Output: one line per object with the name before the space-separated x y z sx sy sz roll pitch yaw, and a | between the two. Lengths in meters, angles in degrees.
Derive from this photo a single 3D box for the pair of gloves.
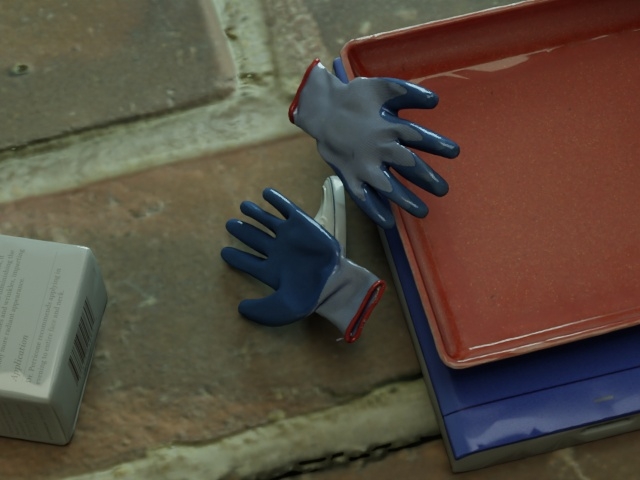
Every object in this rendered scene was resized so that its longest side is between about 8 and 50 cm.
pair of gloves | 0.008 -0.023 1.094 0.159 0.023 0.198 35 103 44

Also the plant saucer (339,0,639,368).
plant saucer | 0.168 -0.047 1.113 0.258 0.048 0.259 -13 64 -7

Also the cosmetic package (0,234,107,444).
cosmetic package | -0.270 0.055 1.083 0.231 0.085 0.117 8 62 6

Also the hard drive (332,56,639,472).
hard drive | 0.149 -0.012 1.145 0.210 0.040 0.319 -13 63 -7

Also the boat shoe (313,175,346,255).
boat shoe | 0.000 0.000 1.142 0.035 0.035 0.100 2 68 -2
